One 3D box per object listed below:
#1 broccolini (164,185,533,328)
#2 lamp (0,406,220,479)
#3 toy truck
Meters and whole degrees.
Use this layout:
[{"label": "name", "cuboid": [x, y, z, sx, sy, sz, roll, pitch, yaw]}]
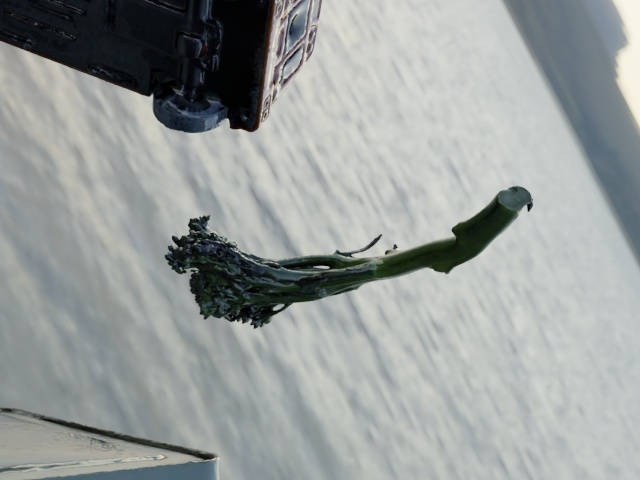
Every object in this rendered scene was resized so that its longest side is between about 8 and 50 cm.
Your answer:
[{"label": "broccolini", "cuboid": [0.007, -0.002, 0.934, 0.123, 0.271, 0.062, 11, 68, -46]}, {"label": "lamp", "cuboid": [-0.221, 0.115, 0.724, 0.269, 0.266, 0.047, 1, 91, -36]}, {"label": "toy truck", "cuboid": [-0.127, -0.160, 0.867, 0.114, 0.253, 0.107, -52, 159, -46]}]
